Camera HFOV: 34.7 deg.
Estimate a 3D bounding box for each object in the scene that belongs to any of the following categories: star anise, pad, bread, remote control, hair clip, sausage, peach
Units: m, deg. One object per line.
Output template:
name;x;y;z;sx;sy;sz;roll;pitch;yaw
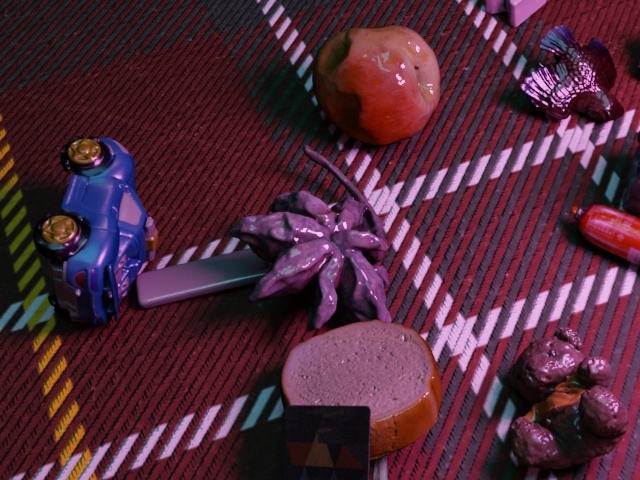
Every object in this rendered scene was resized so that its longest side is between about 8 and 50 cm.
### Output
star anise;0.000;0.000;1.593;0.316;0.139;0.359;-22;64;-45
pad;0.004;0.320;1.331;0.143;0.003;0.211;-6;76;35
bread;0.056;0.208;1.439;0.236;0.070;0.236;-12;37;9
remote control;-0.166;0.056;1.648;0.261;0.029;0.067;-13;51;-5
hair clip;0.468;-0.553;2.077;0.101;0.085;0.331;36;67;30
sausage;0.520;0.009;1.622;0.274;0.074;0.074;26;56;23
peach;0.091;-0.281;1.812;0.235;0.214;0.214;12;50;34

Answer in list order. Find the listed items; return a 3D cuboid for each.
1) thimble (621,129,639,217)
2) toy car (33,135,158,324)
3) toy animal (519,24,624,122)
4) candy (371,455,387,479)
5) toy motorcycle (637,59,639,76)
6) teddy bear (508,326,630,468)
thimble;0.580;-0.118;1.619;0.172;0.236;0.205;11;93;10
toy car;-0.337;-0.022;1.615;0.166;0.198;0.314;7;50;-1
toy animal;0.468;-0.292;1.841;0.218;0.116;0.179;-29;54;-27
candy;0.082;0.302;1.411;0.093;0.092;0.335;-28;35;28
toy motorcycle;0.673;-0.379;1.900;0.212;0.118;0.084;-28;39;-19
teddy bear;0.338;0.218;1.426;0.140;0.177;0.190;21;37;-41
